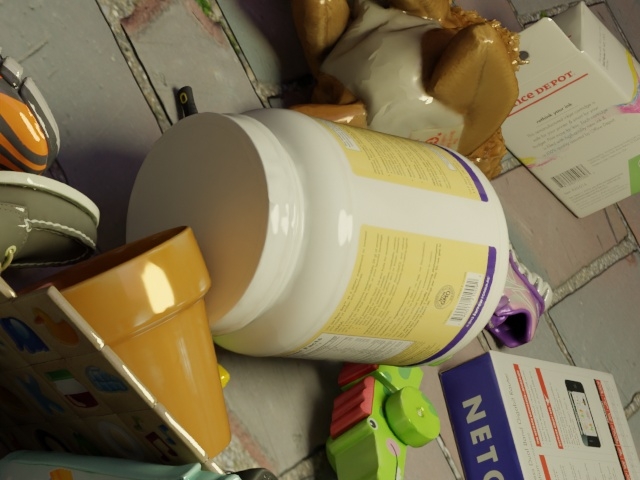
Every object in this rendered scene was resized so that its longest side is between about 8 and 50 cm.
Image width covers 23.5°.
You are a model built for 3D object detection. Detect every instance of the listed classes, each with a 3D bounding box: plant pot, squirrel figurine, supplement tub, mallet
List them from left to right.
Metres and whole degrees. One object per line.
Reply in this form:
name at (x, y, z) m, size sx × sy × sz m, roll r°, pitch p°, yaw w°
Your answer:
plant pot at (-0.171, 0.112, 1.324) m, size 0.205 × 0.205 × 0.188 m, roll -33°, pitch 103°, yaw -57°
mallet at (-0.118, -0.092, 1.659) m, size 0.039 × 0.062 × 0.189 m, roll 19°, pitch 52°, yaw -49°
supplement tub at (0.000, 0.000, 1.520) m, size 0.331 × 0.241 × 0.241 m, roll 9°, pitch 59°, yaw -44°
squirrel figurine at (0.094, -0.248, 1.940) m, size 0.397 × 0.281 × 0.370 m, roll 39°, pitch 26°, yaw -53°

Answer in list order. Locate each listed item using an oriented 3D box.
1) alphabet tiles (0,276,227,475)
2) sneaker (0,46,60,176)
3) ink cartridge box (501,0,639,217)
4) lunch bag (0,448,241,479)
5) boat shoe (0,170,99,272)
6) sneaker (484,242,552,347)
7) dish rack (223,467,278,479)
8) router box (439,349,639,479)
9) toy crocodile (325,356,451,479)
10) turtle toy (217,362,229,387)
alphabet tiles at (-0.198, 0.136, 1.196) m, size 0.342 × 0.285 × 0.011 m, roll 50°, pitch 58°, yaw -17°
sneaker at (-0.380, -0.124, 1.296) m, size 0.321 × 0.124 × 0.180 m, roll 38°, pitch 43°, yaw -15°
ink cartridge box at (0.362, -0.209, 2.262) m, size 0.353 × 0.207 × 0.119 m, roll 41°, pitch 40°, yaw -30°
lunch bag at (-0.144, 0.285, 1.133) m, size 0.160 × 0.223 × 0.262 m, roll -4°, pitch 95°, yaw -55°
boat shoe at (-0.313, -0.005, 1.288) m, size 0.305 × 0.109 × 0.091 m, roll 10°, pitch 53°, yaw -43°
sneaker at (0.211, 0.056, 1.979) m, size 0.236 × 0.095 × 0.104 m, roll 42°, pitch 46°, yaw -29°
dish rack at (-0.039, 0.361, 1.432) m, size 0.271 × 0.074 × 0.208 m, roll 56°, pitch 35°, yaw -11°
router box at (0.303, 0.317, 1.914) m, size 0.301 × 0.082 × 0.335 m, roll 15°, pitch 55°, yaw -48°
toy crocodile at (0.064, 0.158, 1.680) m, size 0.105 × 0.115 × 0.340 m, roll 42°, pitch 36°, yaw -19°
turtle toy at (-0.139, 0.124, 1.468) m, size 0.095 × 0.066 × 0.130 m, roll 44°, pitch 27°, yaw 16°
